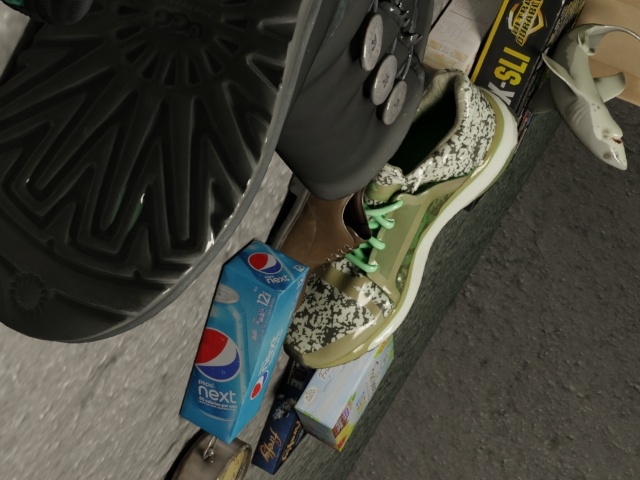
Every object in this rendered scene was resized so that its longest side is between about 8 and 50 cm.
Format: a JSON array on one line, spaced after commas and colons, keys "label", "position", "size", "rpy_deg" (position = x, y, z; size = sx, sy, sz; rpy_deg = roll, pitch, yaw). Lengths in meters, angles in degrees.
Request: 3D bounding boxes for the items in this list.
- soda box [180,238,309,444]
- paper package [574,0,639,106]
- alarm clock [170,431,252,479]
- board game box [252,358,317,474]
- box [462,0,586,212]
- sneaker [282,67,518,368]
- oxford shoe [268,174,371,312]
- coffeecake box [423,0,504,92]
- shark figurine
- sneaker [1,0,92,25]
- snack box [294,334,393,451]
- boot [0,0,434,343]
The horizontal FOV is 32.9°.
[{"label": "soda box", "position": [-0.082, 0.108, 1.139], "size": [0.071, 0.067, 0.210], "rpy_deg": [-42, 156, -55]}, {"label": "paper package", "position": [0.449, -0.363, 1.699], "size": [0.325, 0.309, 0.168], "rpy_deg": [-43, 153, -57]}, {"label": "alarm clock", "position": [-0.135, 0.276, 1.278], "size": [0.129, 0.064, 0.192], "rpy_deg": [-52, 165, -38]}, {"label": "board game box", "position": [-0.019, 0.220, 1.655], "size": [0.165, 0.042, 0.243], "rpy_deg": [-42, 156, -57]}, {"label": "box", "position": [0.266, -0.222, 1.494], "size": [0.257, 0.079, 0.322], "rpy_deg": [-45, 158, -60]}, {"label": "sneaker", "position": [0.066, -0.041, 1.267], "size": [0.410, 0.158, 0.182], "rpy_deg": [-56, 152, -5]}, {"label": "oxford shoe", "position": [0.000, 0.000, 1.182], "size": [0.083, 0.096, 0.227], "rpy_deg": [-45, 160, -57]}, {"label": "coffeecake box", "position": [0.187, -0.251, 1.451], "size": [0.185, 0.068, 0.142], "rpy_deg": [-56, 165, -26]}, {"label": "shark figurine", "position": [0.326, -0.215, 1.428], "size": [0.116, 0.166, 0.278], "rpy_deg": [-40, -155, 43]}, {"label": "sneaker", "position": [-0.109, -0.187, 0.429], "size": [0.224, 0.083, 0.098], "rpy_deg": [94, 22, -58]}, {"label": "snack box", "position": [0.040, 0.208, 1.605], "size": [0.175, 0.070, 0.207], "rpy_deg": [-58, 167, -16]}, {"label": "boot", "position": [-0.042, -0.093, 0.778], "size": [0.367, 0.146, 0.445], "rpy_deg": [-61, 171, 0]}]
